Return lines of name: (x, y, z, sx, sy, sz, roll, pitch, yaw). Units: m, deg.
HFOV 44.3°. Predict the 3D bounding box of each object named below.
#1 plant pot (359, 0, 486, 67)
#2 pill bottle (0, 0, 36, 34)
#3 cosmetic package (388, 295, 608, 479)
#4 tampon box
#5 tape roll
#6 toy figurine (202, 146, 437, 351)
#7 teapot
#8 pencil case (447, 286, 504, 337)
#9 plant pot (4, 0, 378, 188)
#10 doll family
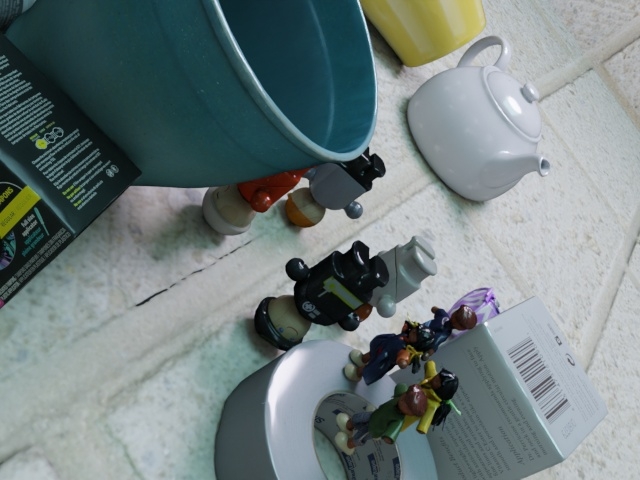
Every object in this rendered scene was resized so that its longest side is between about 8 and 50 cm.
plant pot: (0.169, -0.447, 1.371, 0.239, 0.254, 0.254, 58, 30, -20)
pill bottle: (-0.312, -0.221, 0.697, 0.078, 0.078, 0.137, 56, 33, 4)
cosmetic package: (0.173, 0.176, 0.845, 0.151, 0.184, 0.151, -13, 71, -53)
tampon box: (-0.246, -0.055, 0.590, 0.161, 0.120, 0.101, 46, 33, -12)
tape roll: (0.011, 0.204, 0.721, 0.219, 0.072, 0.219, 31, 39, -30)
toy figurine: (0.000, 0.000, 0.837, 0.209, 0.148, 0.213, -5, 62, -59)
teapot: (0.283, -0.206, 1.327, 0.256, 0.187, 0.252, 54, 33, 2)
pencil case: (0.257, 0.152, 1.059, 0.206, 0.088, 0.086, 48, 36, -10)
plant pot: (-0.125, -0.163, 0.683, 0.272, 0.255, 0.271, 39, 43, -49)
doll family: (0.084, 0.118, 0.720, 0.076, 0.111, 0.193, 38, 36, -23)
